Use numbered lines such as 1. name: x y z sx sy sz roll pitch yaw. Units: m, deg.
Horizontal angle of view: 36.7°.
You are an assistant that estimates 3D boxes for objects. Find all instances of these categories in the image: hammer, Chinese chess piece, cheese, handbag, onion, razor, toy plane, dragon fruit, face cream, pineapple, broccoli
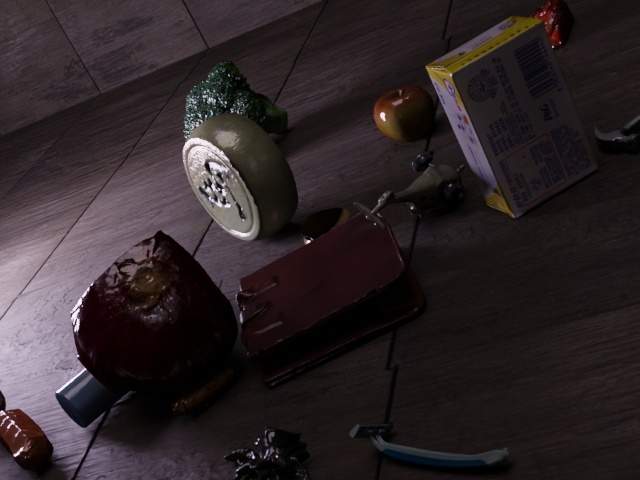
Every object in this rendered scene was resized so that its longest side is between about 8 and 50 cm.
1. hammer: 0.540 -0.217 1.572 0.246 0.029 0.103 -38 26 -25
2. Chinese chess piece: -0.153 -0.118 1.817 0.101 0.250 0.250 -36 25 -27
3. cheese: 0.000 -0.001 1.689 0.086 0.036 0.162 -13 28 24
4. handbag: 0.007 0.083 1.468 0.275 0.084 0.260 -26 27 5
5. onion: -0.249 0.136 1.439 0.207 0.216 0.206 41 66 19
6. razor: 0.125 0.237 1.086 0.191 0.037 0.068 2 -4 42
7. toy plane: 0.155 -0.076 1.553 0.108 0.092 0.286 -51 -17 25
8. dragon fruit: 0.477 -0.467 2.075 0.106 0.083 0.162 -14 29 33
9. face cream: -0.310 0.195 1.568 0.250 0.077 0.077 -42 28 -29
10. pineapple: -0.065 0.293 1.097 0.119 0.111 0.237 9 20 3
11. broccoli: -0.194 -0.271 2.261 0.269 0.269 0.254 -28 67 -1

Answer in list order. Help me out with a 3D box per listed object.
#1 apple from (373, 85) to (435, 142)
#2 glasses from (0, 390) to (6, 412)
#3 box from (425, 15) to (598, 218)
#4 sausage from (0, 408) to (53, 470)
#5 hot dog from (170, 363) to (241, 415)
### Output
1. apple: 0.168 -0.253 1.938 0.126 0.102 0.126 -17 25 8
2. glasses: -0.640 0.346 1.565 0.234 0.118 0.268 -25 24 3
3. box: 0.295 -0.189 1.479 0.168 0.265 0.097 -32 22 -5
4. sausage: -0.463 0.313 1.510 0.065 0.065 0.169 -38 27 -22
5. hot dog: -0.169 0.222 1.425 0.122 0.037 0.049 -32 12 -24
